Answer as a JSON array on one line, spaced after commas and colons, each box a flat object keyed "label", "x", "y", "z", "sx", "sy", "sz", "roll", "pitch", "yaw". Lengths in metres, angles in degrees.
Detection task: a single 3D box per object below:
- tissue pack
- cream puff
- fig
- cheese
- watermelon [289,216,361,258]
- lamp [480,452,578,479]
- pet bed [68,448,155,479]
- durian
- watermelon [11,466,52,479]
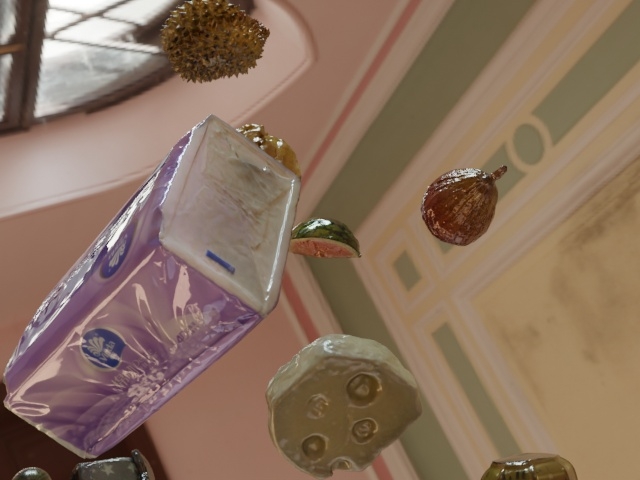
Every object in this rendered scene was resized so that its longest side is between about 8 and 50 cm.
[{"label": "tissue pack", "x": -0.192, "y": 0.056, "z": 0.976, "sx": 0.160, "sy": 0.242, "sz": 0.338, "roll": 37, "pitch": -57, "yaw": -19}, {"label": "cream puff", "x": -0.114, "y": -0.073, "z": 1.139, "sx": 0.129, "sy": 0.189, "sz": 0.189, "roll": 40, "pitch": -21, "yaw": -23}, {"label": "fig", "x": 0.206, "y": -0.060, "z": 1.290, "sx": 0.119, "sy": 0.119, "sz": 0.153, "roll": 59, "pitch": -13, "yaw": 21}, {"label": "cheese", "x": 0.048, "y": 0.344, "z": 1.801, "sx": 0.115, "sy": 0.326, "sz": 0.318, "roll": -110, "pitch": -159, "yaw": -64}, {"label": "watermelon", "x": 0.001, "y": -0.014, "z": 1.732, "sx": 0.087, "sy": 0.163, "sz": 0.069, "roll": 71, "pitch": 27, "yaw": -61}, {"label": "lamp", "x": 0.343, "y": 0.440, "z": 1.397, "sx": 0.161, "sy": 0.161, "sz": 0.185, "roll": -21, "pitch": -107, "yaw": 60}, {"label": "pet bed", "x": -0.321, "y": 0.477, "z": 1.437, "sx": 0.211, "sy": 0.159, "sz": 0.183, "roll": 61, "pitch": -41, "yaw": 38}, {"label": "durian", "x": -0.253, "y": -0.439, "z": 1.966, "sx": 0.183, "sy": 0.249, "sz": 0.138, "roll": 61, "pitch": 28, "yaw": -48}, {"label": "watermelon", "x": -0.510, "y": 0.441, "z": 1.543, "sx": 0.078, "sy": 0.078, "sz": 0.111, "roll": 60, "pitch": -22, "yaw": 19}]
